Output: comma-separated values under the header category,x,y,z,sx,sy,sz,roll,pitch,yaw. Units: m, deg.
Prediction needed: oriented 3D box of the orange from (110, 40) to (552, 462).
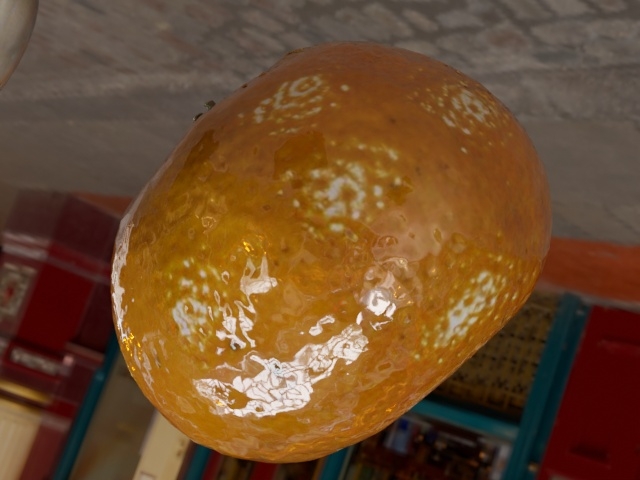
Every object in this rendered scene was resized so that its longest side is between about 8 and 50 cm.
category,x,y,z,sx,sy,sz,roll,pitch,yaw
orange,0.000,0.000,1.024,0.326,0.424,0.424,53,169,1

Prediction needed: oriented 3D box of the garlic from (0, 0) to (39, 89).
category,x,y,z,sx,sy,sz,roll,pitch,yaw
garlic,-0.306,-0.210,0.988,0.148,0.266,0.128,-17,130,23
